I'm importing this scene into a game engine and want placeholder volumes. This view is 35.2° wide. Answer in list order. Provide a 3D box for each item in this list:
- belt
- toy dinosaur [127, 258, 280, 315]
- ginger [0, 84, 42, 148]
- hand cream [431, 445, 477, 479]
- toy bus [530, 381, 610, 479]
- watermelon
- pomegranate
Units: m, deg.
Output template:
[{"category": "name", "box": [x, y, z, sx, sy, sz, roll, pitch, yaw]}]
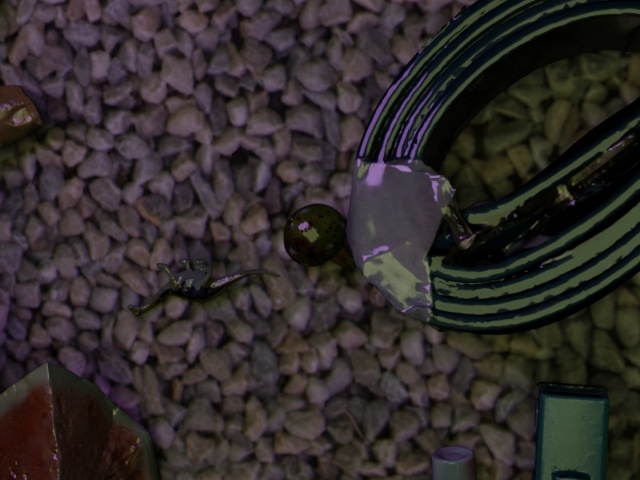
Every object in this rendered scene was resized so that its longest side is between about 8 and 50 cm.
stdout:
[{"category": "belt", "box": [0.225, -0.090, 1.015, 0.437, 0.173, 0.300, -39, 76, 5]}, {"category": "toy dinosaur", "box": [-0.141, 0.043, 1.153, 0.180, 0.037, 0.058, -11, 113, 17]}, {"category": "ginger", "box": [-0.415, -0.152, 1.181, 0.190, 0.069, 0.095, 19, 99, 9]}, {"category": "hand cream", "box": [0.149, 0.315, 1.104, 0.076, 0.047, 0.174, -4, 99, 10]}, {"category": "toy bus", "box": [0.260, 0.235, 1.053, 0.079, 0.092, 0.160, 3, 92, 12]}, {"category": "watermelon", "box": [-0.287, 0.275, 1.112, 0.256, 0.176, 0.260, 7, 76, -21]}, {"category": "pomegranate", "box": [-0.003, 0.002, 1.111, 0.073, 0.073, 0.084, -20, 103, 10]}]
